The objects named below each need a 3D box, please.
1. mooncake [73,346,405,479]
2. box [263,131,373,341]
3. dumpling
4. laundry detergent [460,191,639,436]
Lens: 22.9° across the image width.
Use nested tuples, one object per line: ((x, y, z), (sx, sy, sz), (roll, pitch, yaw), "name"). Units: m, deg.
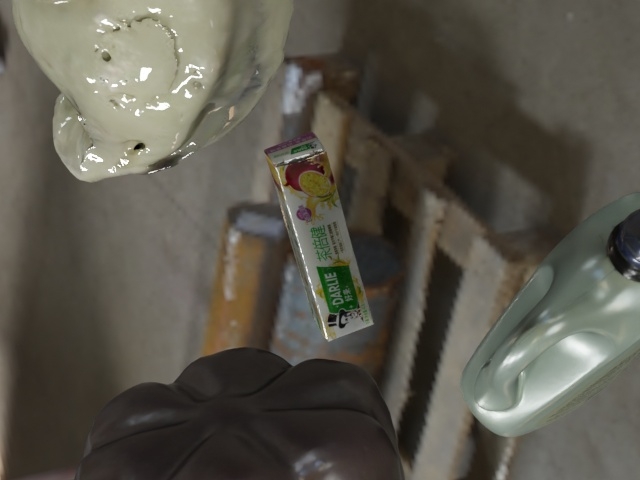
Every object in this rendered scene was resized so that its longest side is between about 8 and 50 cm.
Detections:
((-0.059, 0.175, 1.101), (0.245, 0.245, 0.133), (24, 130, 55), "mooncake")
((0.000, 0.000, 1.433), (0.041, 0.050, 0.207), (-119, 11, -54), "box")
((-0.099, -0.190, 1.049), (0.318, 0.187, 0.243), (107, 180, -45), "dumpling")
((0.221, 0.053, 1.282), (0.105, 0.215, 0.280), (53, 162, 13), "laundry detergent")
